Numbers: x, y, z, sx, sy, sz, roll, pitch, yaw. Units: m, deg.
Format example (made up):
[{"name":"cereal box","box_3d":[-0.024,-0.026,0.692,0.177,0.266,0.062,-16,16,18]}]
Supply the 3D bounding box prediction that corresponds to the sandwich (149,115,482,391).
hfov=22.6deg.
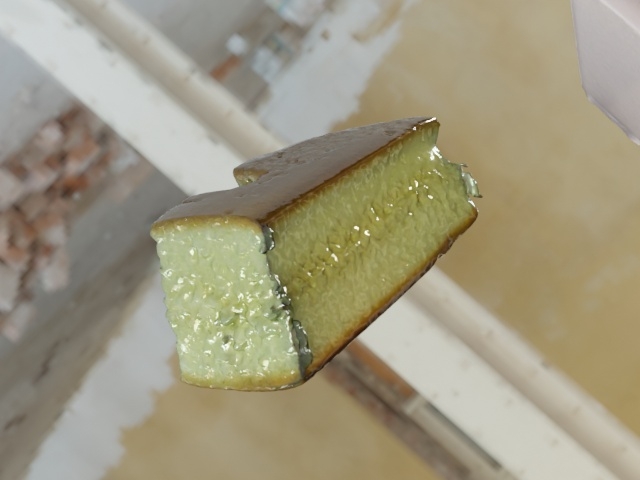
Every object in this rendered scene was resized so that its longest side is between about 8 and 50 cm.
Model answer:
[{"name":"sandwich","box_3d":[0.000,0.000,1.115,0.128,0.122,0.235,-2,-158,39]}]

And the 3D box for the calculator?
[{"name":"calculator","box_3d":[0.154,-0.076,0.725,0.032,0.100,0.175,-42,159,-4]}]
